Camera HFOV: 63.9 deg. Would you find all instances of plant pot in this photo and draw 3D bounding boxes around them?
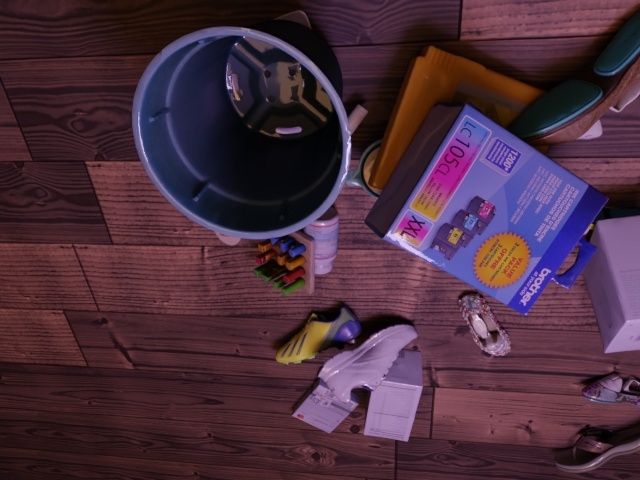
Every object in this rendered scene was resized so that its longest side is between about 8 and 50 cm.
[{"bbox_3d":[-0.100,-0.235,0.919,0.342,0.334,0.340,5,124,7],"label":"plant pot"}]

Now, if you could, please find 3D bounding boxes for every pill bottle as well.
[{"bbox_3d":[0.000,0.000,1.259,0.087,0.087,0.160,6,124,6],"label":"pill bottle"}]

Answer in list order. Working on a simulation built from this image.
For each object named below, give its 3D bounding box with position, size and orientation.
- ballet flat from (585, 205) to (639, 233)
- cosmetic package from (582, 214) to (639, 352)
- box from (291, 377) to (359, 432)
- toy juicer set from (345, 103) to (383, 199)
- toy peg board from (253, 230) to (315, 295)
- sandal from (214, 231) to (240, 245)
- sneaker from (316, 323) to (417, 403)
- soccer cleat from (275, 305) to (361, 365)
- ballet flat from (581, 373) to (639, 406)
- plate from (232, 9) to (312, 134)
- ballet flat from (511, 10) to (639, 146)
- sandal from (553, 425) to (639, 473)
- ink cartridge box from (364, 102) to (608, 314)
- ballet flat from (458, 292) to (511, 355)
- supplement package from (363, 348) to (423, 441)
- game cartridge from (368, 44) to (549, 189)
[{"bbox_3d":[0.622,-0.043,1.143,0.231,0.077,0.077,10,141,0],"label":"ballet flat"},{"bbox_3d":[0.664,0.095,1.087,0.138,0.224,0.224,-9,151,13],"label":"cosmetic package"},{"bbox_3d":[0.015,0.527,1.635,0.145,0.038,0.186,28,122,-9],"label":"box"},{"bbox_3d":[0.154,-0.183,1.065,0.329,0.089,0.209,15,106,-3],"label":"toy juicer set"},{"bbox_3d":[-0.097,0.047,1.263,0.161,0.079,0.160,29,133,35],"label":"toy peg board"},{"bbox_3d":[-0.236,-0.069,1.257,0.088,0.079,0.239,11,124,2],"label":"sandal"},{"bbox_3d":[0.140,0.324,1.369,0.297,0.129,0.111,-28,159,-15],"label":"sneaker"},{"bbox_3d":[-0.017,0.268,1.454,0.289,0.093,0.121,-26,90,27],"label":"soccer cleat"},{"bbox_3d":[0.833,0.412,1.413,0.222,0.077,0.079,11,106,-4],"label":"ballet flat"},{"bbox_3d":[-0.111,-0.312,1.097,0.278,0.045,0.277,-13,120,17],"label":"plate"},{"bbox_3d":[0.518,-0.271,0.957,0.342,0.116,0.124,-44,125,7],"label":"ballet flat"},{"bbox_3d":[0.830,0.595,1.519,0.303,0.120,0.086,-38,83,26],"label":"sandal"},{"bbox_3d":[0.327,-0.045,0.964,0.396,0.151,0.269,27,101,-17],"label":"ink cartridge box"},{"bbox_3d":[0.434,0.242,1.355,0.091,0.077,0.241,-29,115,24],"label":"ballet flat"},{"bbox_3d":[0.207,0.446,1.491,0.139,0.133,0.243,8,124,4],"label":"supplement package"},{"bbox_3d":[0.289,-0.194,1.015,0.324,0.052,0.285,15,102,-15],"label":"game cartridge"}]
